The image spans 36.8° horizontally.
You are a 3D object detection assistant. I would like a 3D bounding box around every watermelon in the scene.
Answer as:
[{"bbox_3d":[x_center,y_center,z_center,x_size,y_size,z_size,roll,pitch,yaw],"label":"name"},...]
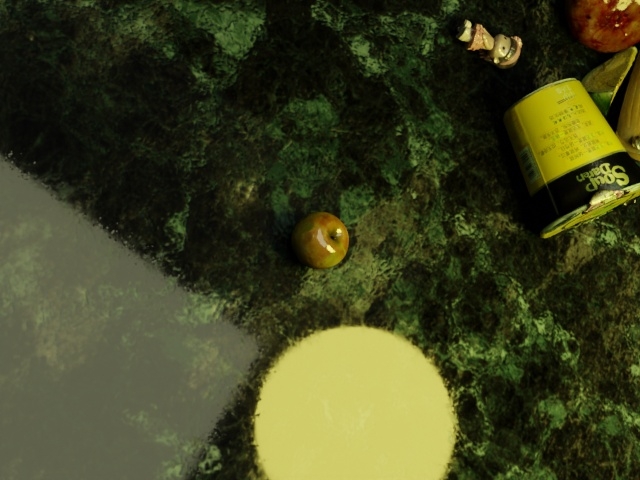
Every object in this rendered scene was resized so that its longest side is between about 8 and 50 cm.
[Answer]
[{"bbox_3d":[0.554,-0.290,1.841,0.075,0.092,0.181,59,41,-21],"label":"watermelon"}]

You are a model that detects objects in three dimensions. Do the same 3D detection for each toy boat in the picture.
[{"bbox_3d":[0.657,-0.301,1.838,0.089,0.121,0.321,32,75,-45],"label":"toy boat"}]

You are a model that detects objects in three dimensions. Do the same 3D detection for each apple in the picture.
[{"bbox_3d":[0.000,0.000,1.475,0.090,0.074,0.089,9,72,-28],"label":"apple"}]

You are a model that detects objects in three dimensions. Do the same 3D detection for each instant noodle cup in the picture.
[{"bbox_3d":[0.433,-0.147,1.684,0.216,0.215,0.236,-18,77,-30],"label":"instant noodle cup"}]

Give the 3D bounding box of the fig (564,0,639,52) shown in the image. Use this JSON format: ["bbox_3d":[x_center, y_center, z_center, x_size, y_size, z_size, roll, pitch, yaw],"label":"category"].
[{"bbox_3d":[0.572,-0.506,1.854,0.191,0.191,0.290,28,67,-19],"label":"fig"}]

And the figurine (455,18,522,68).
[{"bbox_3d":[0.306,-0.359,1.751,0.129,0.054,0.072,21,53,-14],"label":"figurine"}]
